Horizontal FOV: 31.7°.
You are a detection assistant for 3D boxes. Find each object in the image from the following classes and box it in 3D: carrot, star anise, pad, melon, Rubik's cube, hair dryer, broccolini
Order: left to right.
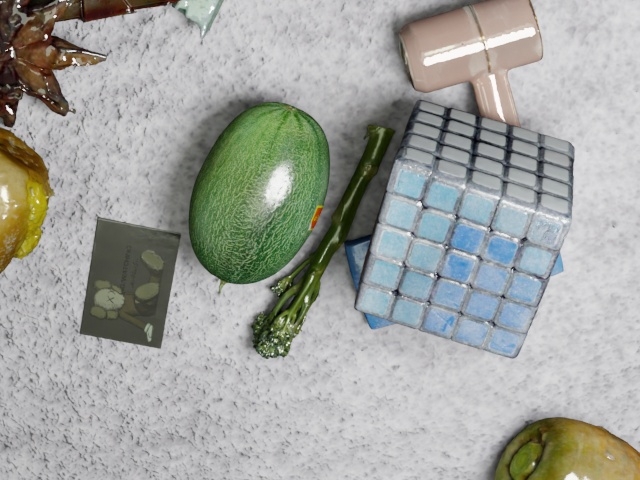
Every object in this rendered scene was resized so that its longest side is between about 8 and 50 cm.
[{"bbox_3d":[-0.435,-0.274,1.556,0.272,0.102,0.272,4,114,10],"label":"star anise"},{"bbox_3d":[-0.290,0.066,1.716,0.127,0.004,0.190,11,104,-4],"label":"pad"},{"bbox_3d":[-0.091,-0.056,1.599,0.182,0.182,0.287,25,100,-8],"label":"melon"},{"bbox_3d":[-0.003,-0.001,1.689,0.074,0.079,0.392,26,95,3],"label":"broccolini"},{"bbox_3d":[0.195,-0.022,1.514,0.237,0.238,0.237,16,121,2],"label":"Rubik's cube"},{"bbox_3d":[0.242,-0.164,1.608,0.189,0.107,0.344,-16,101,3],"label":"hair dryer"},{"bbox_3d":[0.438,0.418,1.724,0.341,0.224,0.224,33,101,-15],"label":"carrot"}]

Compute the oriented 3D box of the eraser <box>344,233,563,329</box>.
[{"bbox_3d":[0.201,0.025,1.698,0.312,0.042,0.144,-17,104,3],"label":"eraser"}]

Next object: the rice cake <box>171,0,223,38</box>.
[{"bbox_3d":[-0.142,-0.389,1.569,0.063,0.069,0.206,27,105,-8],"label":"rice cake"}]

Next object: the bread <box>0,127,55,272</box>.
[{"bbox_3d":[-0.490,-0.027,1.588,0.176,0.195,0.246,44,101,-5],"label":"bread"}]

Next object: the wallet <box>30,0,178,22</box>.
[{"bbox_3d":[-0.306,-0.372,1.550,0.255,0.031,0.137,-5,110,19],"label":"wallet"}]
